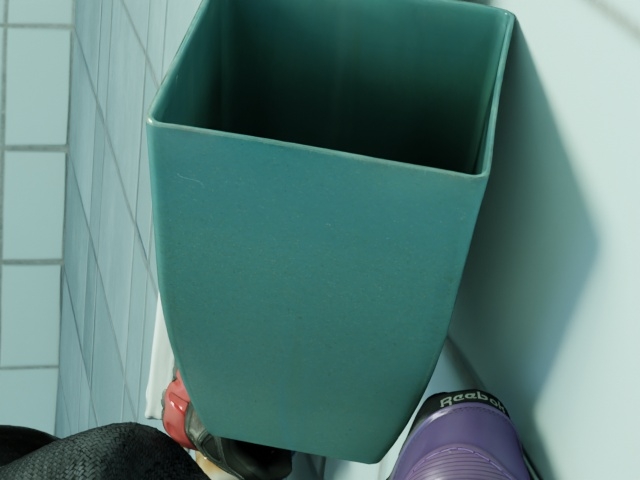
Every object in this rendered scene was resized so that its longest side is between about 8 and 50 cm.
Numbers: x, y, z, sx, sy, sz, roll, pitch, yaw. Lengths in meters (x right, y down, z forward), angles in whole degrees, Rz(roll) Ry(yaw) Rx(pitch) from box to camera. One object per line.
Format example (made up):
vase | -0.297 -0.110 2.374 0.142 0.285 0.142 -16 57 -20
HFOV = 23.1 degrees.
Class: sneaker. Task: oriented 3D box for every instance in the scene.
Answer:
sneaker | -0.028 0.066 1.174 0.135 0.098 0.276 43 120 42
sneaker | 0.062 0.202 0.879 0.124 0.107 0.283 -85 10 -49

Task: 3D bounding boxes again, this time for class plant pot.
plant pot | 0.000 0.000 0.867 0.165 0.166 0.234 -74 -7 -52

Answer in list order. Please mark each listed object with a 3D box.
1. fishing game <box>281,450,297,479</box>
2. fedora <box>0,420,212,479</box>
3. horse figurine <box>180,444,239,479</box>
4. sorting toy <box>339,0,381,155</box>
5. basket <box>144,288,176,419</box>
fishing game | -0.060 0.236 1.277 0.189 0.041 0.264 128 157 -68
fedora | -0.170 0.239 1.188 0.152 0.334 0.334 -41 39 22
horse figurine | -0.090 0.270 1.462 0.263 0.066 0.174 -126 33 -69
sorting toy | 0.010 -0.190 0.970 0.229 0.041 0.307 -104 18 -55
basket | -0.090 0.070 1.334 0.113 0.103 0.167 -173 90 -85
